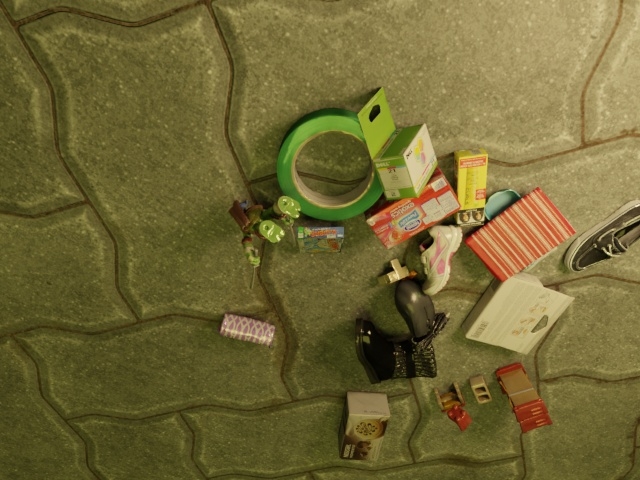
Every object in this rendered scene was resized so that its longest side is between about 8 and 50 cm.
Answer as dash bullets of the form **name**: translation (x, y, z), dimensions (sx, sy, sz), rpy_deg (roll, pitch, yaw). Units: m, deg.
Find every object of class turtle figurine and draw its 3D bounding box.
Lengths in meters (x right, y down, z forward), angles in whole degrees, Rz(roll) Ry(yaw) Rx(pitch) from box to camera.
- **turtle figurine**: translation (-0.137, -0.018, 1.332), dimensions (0.198, 0.266, 0.274), rpy_deg (-20, 92, -26)

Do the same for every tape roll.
- **tape roll**: translation (0.035, -0.215, 1.302), dimensions (0.322, 0.077, 0.321), rpy_deg (0, 122, 0)

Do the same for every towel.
- **towel**: translation (0.615, -0.012, 1.399), dimensions (0.275, 0.031, 0.199), rpy_deg (-40, 102, 21)

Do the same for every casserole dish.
- **casserole dish**: translation (0.586, -0.087, 1.405), dimensions (0.114, 0.037, 0.188), rpy_deg (-38, 115, 20)

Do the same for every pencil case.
- **pencil case**: translation (-0.264, 0.326, 1.627), dimensions (0.206, 0.086, 0.088), rpy_deg (18, 147, -10)

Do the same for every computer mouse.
- **computer mouse**: translation (0.351, 0.246, 1.538), dimensions (0.188, 0.072, 0.272), rpy_deg (-44, 115, -22)

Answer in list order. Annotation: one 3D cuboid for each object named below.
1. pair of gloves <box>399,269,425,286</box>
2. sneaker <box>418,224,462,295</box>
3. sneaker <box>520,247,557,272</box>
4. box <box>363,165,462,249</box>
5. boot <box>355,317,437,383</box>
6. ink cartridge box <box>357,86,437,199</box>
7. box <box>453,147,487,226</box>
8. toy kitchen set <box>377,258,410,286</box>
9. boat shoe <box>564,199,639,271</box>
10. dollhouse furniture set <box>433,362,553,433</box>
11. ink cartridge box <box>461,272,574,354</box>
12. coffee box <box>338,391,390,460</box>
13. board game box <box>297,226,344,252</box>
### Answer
- **pair of gloves**: translation (0.322, 0.145, 1.559), dimensions (0.083, 0.010, 0.074), rpy_deg (40, 113, -22)
- **sneaker**: translation (0.365, 0.056, 1.455), dimensions (0.111, 0.103, 0.252), rpy_deg (12, 106, -2)
- **sneaker**: translation (0.723, 0.037, 1.464), dimensions (0.083, 0.071, 0.190), rpy_deg (20, 119, -19)
- **box**: translation (0.268, -0.104, 1.342), dimensions (0.257, 0.122, 0.128), rpy_deg (-31, 116, 17)
- **boot**: translation (0.276, 0.389, 1.632), dimensions (0.260, 0.131, 0.347), rpy_deg (-12, 131, 15)
- **ink cartridge box**: translation (0.211, -0.263, 1.197), dimensions (0.097, 0.188, 0.255), rpy_deg (-1, 127, 36)
- **box**: translation (0.449, -0.156, 1.350), dimensions (0.088, 0.058, 0.232), rpy_deg (-6, 121, 4)
- **toy kitchen set**: translation (0.241, 0.106, 1.528), dimensions (0.083, 0.075, 0.068), rpy_deg (-19, 82, -26)
- **boat shoe**: translation (0.922, 0.006, 1.424), dimensions (0.108, 0.102, 0.301), rpy_deg (36, 114, -20)
- **dollhouse furniture set**: translation (0.662, 0.647, 1.753), dimensions (0.374, 0.201, 0.152), rpy_deg (-23, 119, 12)
- **ink cartridge box**: translation (0.692, 0.256, 1.595), dimensions (0.261, 0.066, 0.296), rpy_deg (18, 120, -11)
- **coffee box**: translation (0.175, 0.779, 1.878), dimensions (0.168, 0.118, 0.297), rpy_deg (5, 121, -5)
- **board game box**: translation (0.000, 0.000, 1.379), dimensions (0.136, 0.201, 0.035), rpy_deg (-1, 76, 1)
